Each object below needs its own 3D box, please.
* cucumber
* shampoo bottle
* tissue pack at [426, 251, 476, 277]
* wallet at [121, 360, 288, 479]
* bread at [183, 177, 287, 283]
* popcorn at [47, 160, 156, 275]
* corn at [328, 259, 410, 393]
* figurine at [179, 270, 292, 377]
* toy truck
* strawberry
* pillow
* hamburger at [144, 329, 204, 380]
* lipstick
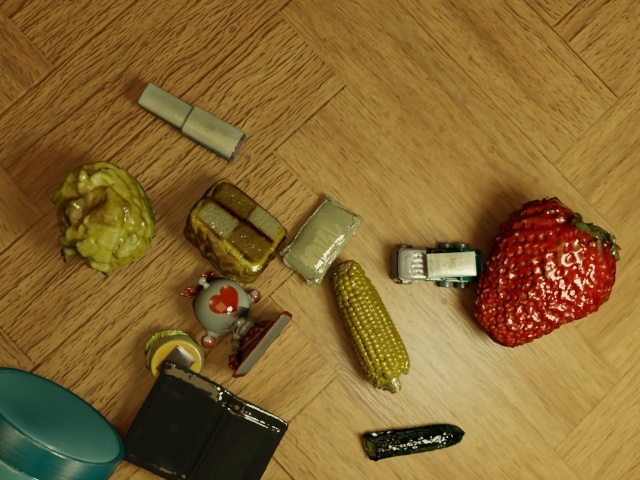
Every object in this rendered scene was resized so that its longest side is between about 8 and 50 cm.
[{"bbox_3d":[0.222,0.466,1.414,0.245,0.067,0.067,-7,86,-3],"label":"cucumber"},{"bbox_3d":[-0.633,0.492,1.219,0.331,0.331,0.343,35,85,-1],"label":"shampoo bottle"},{"bbox_3d":[0.292,0.055,1.360,0.108,0.023,0.056,-4,86,2],"label":"tissue pack"},{"bbox_3d":[-0.257,0.442,1.365,0.322,0.041,0.247,29,91,-14],"label":"wallet"},{"bbox_3d":[-0.196,-0.021,1.383,0.222,0.096,0.181,40,54,1],"label":"bread"},{"bbox_3d":[-0.484,-0.048,1.333,0.225,0.249,0.249,-19,87,8],"label":"popcorn"},{"bbox_3d":[0.110,0.199,1.404,0.119,0.119,0.322,-26,85,-6],"label":"corn"},{"bbox_3d":[-0.212,0.168,1.379,0.226,0.160,0.183,38,83,9],"label":"figurine"},{"bbox_3d":[0.280,0.056,1.427,0.215,0.116,0.110,2,85,-4],"label":"toy truck"},{"bbox_3d":[0.510,0.097,1.375,0.312,0.267,0.351,29,98,-31],"label":"strawberry"},{"bbox_3d":[0.000,0.000,1.443,0.119,0.053,0.208,37,84,4],"label":"pillow"},{"bbox_3d":[-0.334,0.270,1.384,0.141,0.081,0.127,27,88,-14],"label":"hamburger"},{"bbox_3d":[-0.303,-0.279,1.434,0.252,0.079,0.078,29,85,0],"label":"lipstick"}]
